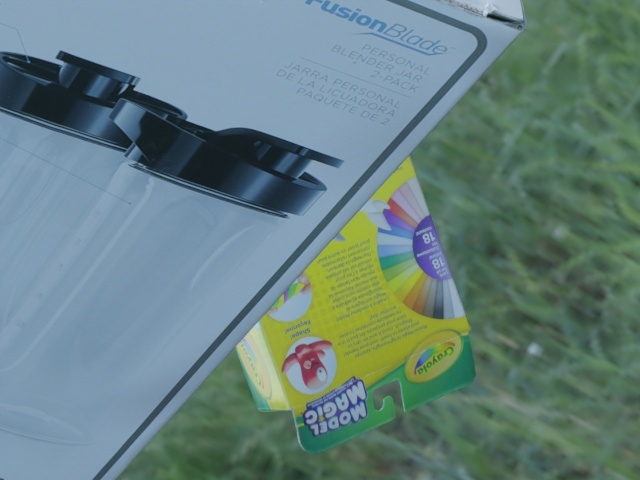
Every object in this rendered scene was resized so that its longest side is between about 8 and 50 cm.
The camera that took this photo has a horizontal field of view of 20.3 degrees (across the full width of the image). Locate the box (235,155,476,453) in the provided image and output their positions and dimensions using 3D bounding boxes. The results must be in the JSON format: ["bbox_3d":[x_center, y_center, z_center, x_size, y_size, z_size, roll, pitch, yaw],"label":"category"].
[{"bbox_3d":[0.000,0.000,0.827,0.043,0.105,0.179,-15,96,64],"label":"box"}]

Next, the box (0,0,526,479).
[{"bbox_3d":[-0.089,-0.031,0.528,0.290,0.169,0.087,-49,32,43],"label":"box"}]
